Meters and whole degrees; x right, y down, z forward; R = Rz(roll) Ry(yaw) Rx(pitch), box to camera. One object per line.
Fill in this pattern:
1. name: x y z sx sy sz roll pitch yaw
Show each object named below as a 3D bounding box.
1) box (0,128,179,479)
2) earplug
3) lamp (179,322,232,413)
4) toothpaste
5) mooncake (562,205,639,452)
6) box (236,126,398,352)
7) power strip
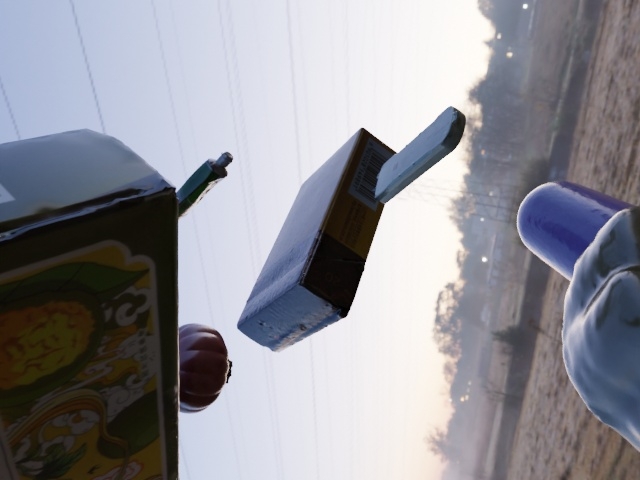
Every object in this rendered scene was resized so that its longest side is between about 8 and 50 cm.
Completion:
1. box: -0.295 0.153 0.428 0.373 0.138 0.420 -22 -46 -39
2. earplug: 0.554 0.019 1.103 0.456 0.215 0.215 -131 37 -56
3. lamp: -0.154 0.153 0.700 0.092 0.107 0.108 16 -96 -29
4. toothpaste: -0.253 -0.081 1.117 0.248 0.047 0.078 -41 -11 21
5. mooncake: 0.498 0.097 0.697 0.201 0.378 0.379 85 -157 -53
6. box: -0.001 0.000 1.167 0.264 0.115 0.415 -36 26 48
7. power strip: 0.149 -0.127 0.919 0.227 0.029 0.080 -39 27 51
